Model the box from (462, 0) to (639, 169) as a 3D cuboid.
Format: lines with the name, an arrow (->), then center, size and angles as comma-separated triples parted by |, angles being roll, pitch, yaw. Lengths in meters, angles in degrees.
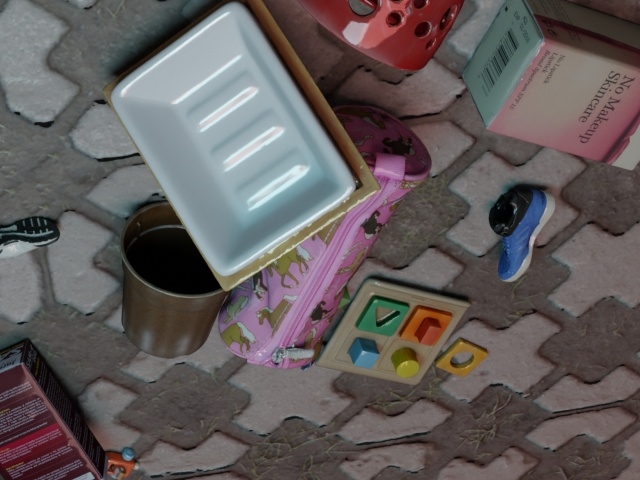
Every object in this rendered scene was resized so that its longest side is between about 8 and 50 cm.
box -> 0.323, -0.203, 1.797 | 0.232, 0.127, 0.148 | 13, 127, -24

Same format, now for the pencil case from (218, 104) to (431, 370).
pencil case -> 0.000, 0.000, 1.867 | 0.160, 0.167, 0.386 | -16, 143, -48

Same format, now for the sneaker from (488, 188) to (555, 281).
sneaker -> 0.265, -0.009, 2.007 | 0.085, 0.058, 0.152 | 6, 126, -27

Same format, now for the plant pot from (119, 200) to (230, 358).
plant pot -> -0.194, 0.062, 1.898 | 0.167, 0.167, 0.165 | 1, 139, -15

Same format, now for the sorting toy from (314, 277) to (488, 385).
sorting toy -> 0.112, 0.149, 2.125 | 0.348, 0.047, 0.196 | 14, 127, -25

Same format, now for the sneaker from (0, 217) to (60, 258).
sneaker -> -0.397, 0.000, 1.868 | 0.109, 0.040, 0.044 | -8, 150, -2

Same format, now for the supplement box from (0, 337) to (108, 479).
supplement box -> -0.420, 0.271, 2.042 | 0.130, 0.073, 0.239 | -24, 117, 8

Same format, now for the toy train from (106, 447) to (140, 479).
toy train -> -0.364, 0.386, 2.223 | 0.125, 0.046, 0.166 | 21, 124, -29

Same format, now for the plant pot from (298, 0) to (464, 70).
plant pot -> 0.087, -0.312, 1.596 | 0.191, 0.191, 0.174 | 23, 118, -31

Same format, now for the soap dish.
soap dish -> -0.090, -0.121, 1.685 | 0.229, 0.291, 0.118 | -34, 174, 16
